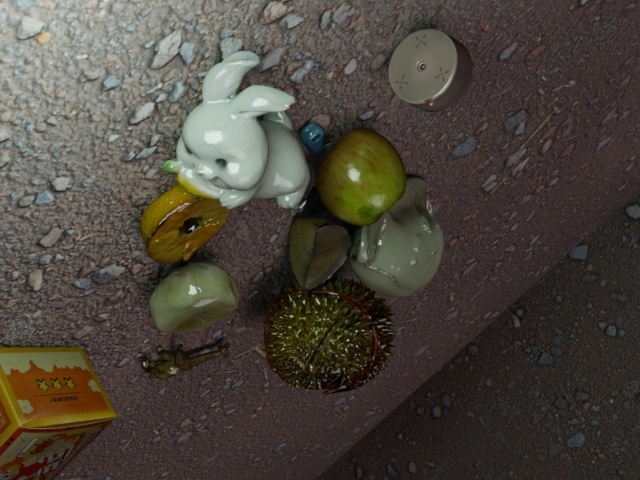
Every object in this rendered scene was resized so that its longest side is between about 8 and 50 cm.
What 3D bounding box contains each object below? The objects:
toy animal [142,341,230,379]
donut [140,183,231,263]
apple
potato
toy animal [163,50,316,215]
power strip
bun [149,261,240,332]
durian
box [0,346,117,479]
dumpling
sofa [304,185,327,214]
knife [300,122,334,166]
[{"bbox_3d":[-0.354,0.314,2.166,0.149,0.054,0.275,-47,150,18],"label":"toy animal"},{"bbox_3d":[-0.269,-0.043,1.608,0.190,0.074,0.174,-43,153,9],"label":"donut"},{"bbox_3d":[0.089,-0.129,1.753,0.196,0.196,0.196,-28,155,-15],"label":"apple"},{"bbox_3d":[0.000,0.000,1.990,0.138,0.098,0.243,-24,147,-29],"label":"potato"},{"bbox_3d":[-0.134,-0.163,1.437,0.247,0.183,0.310,-46,151,1],"label":"toy animal"},{"bbox_3d":[0.213,-0.331,1.598,0.154,0.154,0.078,-46,150,23],"label":"power strip"},{"bbox_3d":[-0.286,0.123,1.828,0.193,0.127,0.178,-30,158,19],"label":"bun"},{"bbox_3d":[0.021,0.240,2.155,0.348,0.347,0.384,-39,160,9],"label":"durian"},{"bbox_3d":[-0.643,0.389,1.758,0.283,0.213,0.260,-44,152,21],"label":"box"},{"bbox_3d":[0.194,-0.017,2.111,0.395,0.233,0.315,22,82,-56],"label":"dumpling"},{"bbox_3d":[0.020,-0.104,1.896,0.118,0.039,0.060,-20,150,-27],"label":"sofa"},{"bbox_3d":[0.006,-0.187,1.747,0.058,0.032,0.244,-44,160,-2],"label":"knife"}]
